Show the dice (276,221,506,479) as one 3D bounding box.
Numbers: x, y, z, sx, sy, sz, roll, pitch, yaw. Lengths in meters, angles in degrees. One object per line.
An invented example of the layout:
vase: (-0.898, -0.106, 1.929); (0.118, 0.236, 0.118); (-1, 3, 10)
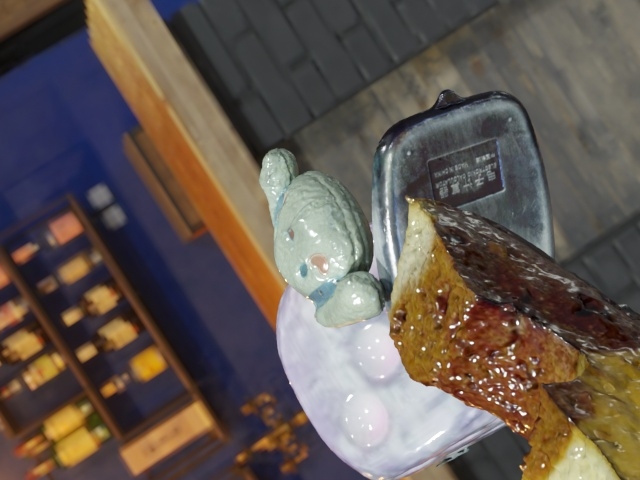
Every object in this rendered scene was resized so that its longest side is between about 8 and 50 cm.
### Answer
dice: (0.130, 0.118, 1.652); (0.270, 0.270, 0.271); (-6, -117, -58)

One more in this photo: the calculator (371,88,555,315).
calculator: (0.130, -0.006, 1.207); (0.040, 0.177, 0.268); (30, 136, 60)

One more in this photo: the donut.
donut: (0.151, 0.096, 0.811); (0.112, 0.151, 0.295); (-64, 36, 28)

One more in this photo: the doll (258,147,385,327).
doll: (0.000, 0.000, 1.242); (0.214, 0.071, 0.104); (57, 139, 36)
